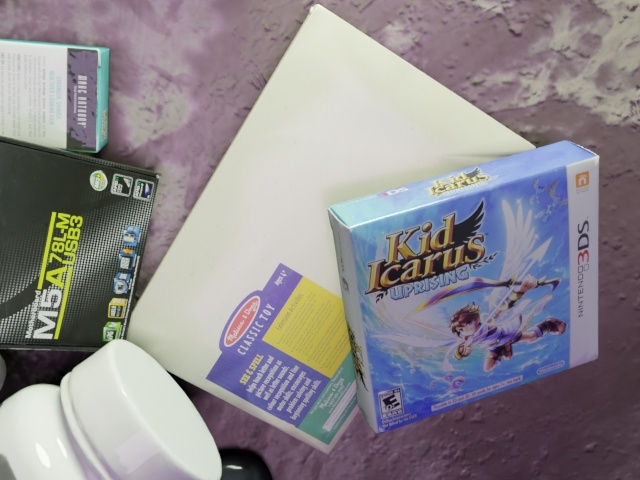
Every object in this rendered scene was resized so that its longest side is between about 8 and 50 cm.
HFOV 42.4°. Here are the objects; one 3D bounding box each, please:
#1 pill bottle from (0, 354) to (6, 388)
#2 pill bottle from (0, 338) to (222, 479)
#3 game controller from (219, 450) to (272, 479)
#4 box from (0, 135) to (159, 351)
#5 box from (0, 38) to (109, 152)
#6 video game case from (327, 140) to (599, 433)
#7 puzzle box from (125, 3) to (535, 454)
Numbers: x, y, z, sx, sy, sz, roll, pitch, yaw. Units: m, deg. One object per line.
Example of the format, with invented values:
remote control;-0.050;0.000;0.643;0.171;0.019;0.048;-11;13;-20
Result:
pill bottle;-0.441;0.036;0.757;0.187;0.188;0.334;-23;121;1
pill bottle;-0.287;0.270;0.792;0.361;0.204;0.204;-37;105;1
game controller;-0.117;0.403;0.974;0.166;0.067;0.319;-14;106;-16
box;-0.254;0.009;0.787;0.184;0.045;0.191;13;89;-51
box;-0.333;-0.147;0.803;0.244;0.060;0.101;4;105;-6
video game case;0.157;0.049;0.848;0.269;0.061;0.245;-16;116;-13
puzzle box;0.000;0.000;0.875;0.272;0.052;0.409;31;100;-13
